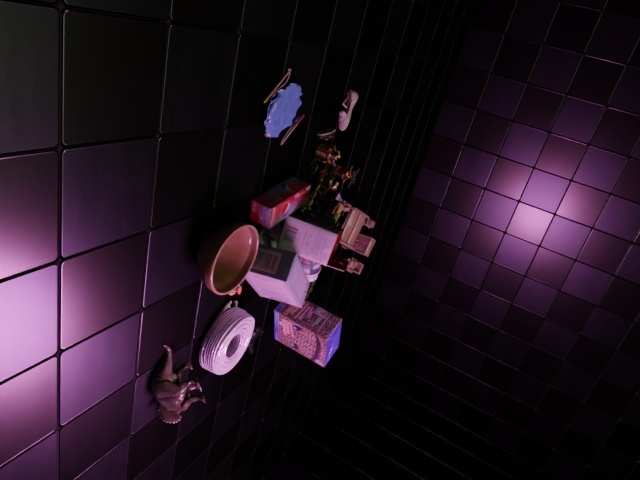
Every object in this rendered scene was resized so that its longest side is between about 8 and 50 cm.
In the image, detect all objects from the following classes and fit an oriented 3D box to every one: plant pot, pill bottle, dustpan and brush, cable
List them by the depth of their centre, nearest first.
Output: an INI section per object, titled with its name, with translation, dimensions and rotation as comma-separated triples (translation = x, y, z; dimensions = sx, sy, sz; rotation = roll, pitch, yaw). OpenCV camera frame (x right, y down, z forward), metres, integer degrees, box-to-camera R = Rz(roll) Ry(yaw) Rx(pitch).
[plant pot]
translation = -0.303, 0.040, 1.491
dimensions = 0.237, 0.109, 0.238
rotation = -51, 157, -33
[cable]
translation = -0.346, 0.377, 1.797
dimensions = 0.257, 0.089, 0.257
rotation = -55, 158, -26
[dustpan and brush]
translation = -0.181, 0.028, 1.854
dimensions = 0.147, 0.060, 0.211
rotation = -56, 158, -25
[pill bottle]
translation = -0.048, 0.102, 2.210
dimensions = 0.108, 0.107, 0.180
rotation = -49, 155, -38

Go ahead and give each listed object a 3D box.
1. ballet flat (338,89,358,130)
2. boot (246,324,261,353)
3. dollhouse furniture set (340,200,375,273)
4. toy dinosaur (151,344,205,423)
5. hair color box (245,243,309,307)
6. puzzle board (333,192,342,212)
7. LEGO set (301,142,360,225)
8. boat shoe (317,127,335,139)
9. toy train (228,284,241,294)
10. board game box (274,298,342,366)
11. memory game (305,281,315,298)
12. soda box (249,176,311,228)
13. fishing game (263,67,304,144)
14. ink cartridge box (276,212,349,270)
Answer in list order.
[ballet flat]
translation = 0.102, -0.535, 1.960
dimensions = 0.052, 0.057, 0.169
rotation = 20, 91, -42
[boot]
translation = -0.292, 0.425, 2.060
dimensions = 0.099, 0.045, 0.121
rotation = -57, 158, -31
[dollhouse furniture set]
translation = 0.116, -0.023, 2.544
dimensions = 0.355, 0.173, 0.304
rotation = 30, 84, -48
[toy dinosaur]
translation = -0.473, 0.482, 1.544
dimensions = 0.160, 0.121, 0.314
rotation = -21, 127, -17
[hair color box]
translation = -0.163, 0.134, 1.773
dimensions = 0.374, 0.185, 0.114
rotation = 76, 30, -68
[puzzle board]
translation = 0.072, -0.159, 2.353
dimensions = 0.128, 0.011, 0.096
rotation = -62, 160, -12
[LEGO set]
translation = 0.045, -0.214, 1.954
dimensions = 0.332, 0.192, 0.255
rotation = -60, 160, -15
[boat shoe]
translation = 0.024, -0.414, 1.884
dimensions = 0.133, 0.048, 0.042
rotation = -38, 139, -60
[toy train]
translation = -0.295, 0.129, 1.704
dimensions = 0.125, 0.046, 0.166
rotation = -53, 156, -30
[board game box]
translation = -0.062, 0.419, 2.263
dimensions = 0.141, 0.290, 0.232
rotation = -47, 152, -39
[memory game]
translation = -0.075, 0.246, 2.444
dimensions = 0.186, 0.012, 0.186
rotation = -52, 156, -34
[soda box]
translation = -0.141, -0.141, 1.716
dimensions = 0.263, 0.092, 0.084
rotation = -40, 149, -51
[fishing game]
translation = -0.125, -0.415, 1.528
dimensions = 0.189, 0.041, 0.264
rotation = -55, 164, -7
[ink cartridge box]
translation = 0.000, 0.000, 1.871
dimensions = 0.309, 0.271, 0.130
rotation = -38, 149, -82
